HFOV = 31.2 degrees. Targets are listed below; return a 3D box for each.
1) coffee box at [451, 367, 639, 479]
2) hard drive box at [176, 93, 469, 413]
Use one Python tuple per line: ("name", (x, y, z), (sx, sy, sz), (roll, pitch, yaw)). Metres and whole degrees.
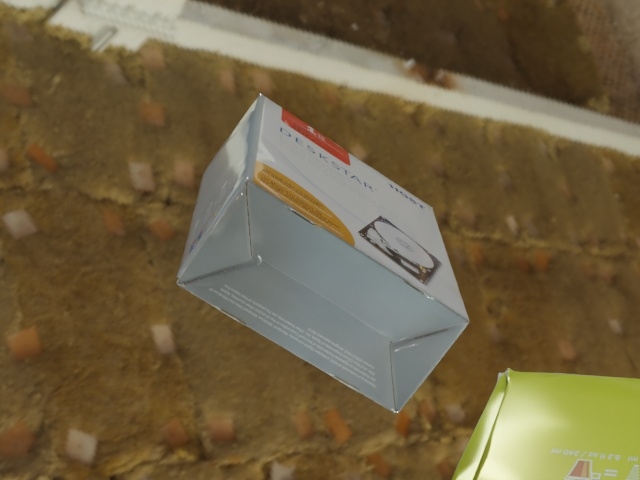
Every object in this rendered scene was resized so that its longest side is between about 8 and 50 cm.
("coffee box", (0.277, 0.333, 0.898), (0.338, 0.337, 0.335), (-49, -46, -53))
("hard drive box", (0.000, 0.000, 0.853), (0.181, 0.089, 0.232), (32, -164, -13))
